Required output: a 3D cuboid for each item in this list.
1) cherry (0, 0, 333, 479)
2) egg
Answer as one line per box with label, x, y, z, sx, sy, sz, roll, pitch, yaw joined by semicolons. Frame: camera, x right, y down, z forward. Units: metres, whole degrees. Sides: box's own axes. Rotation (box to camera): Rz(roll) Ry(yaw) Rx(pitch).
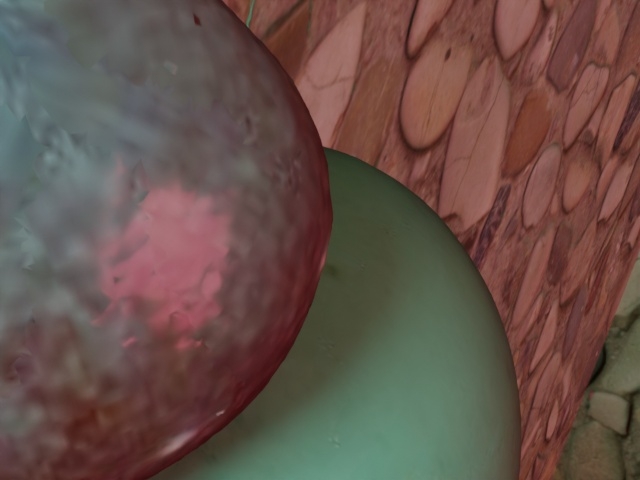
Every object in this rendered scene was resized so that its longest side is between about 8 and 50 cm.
cherry;-0.115;-0.025;0.519;0.285;0.236;0.213;-37;169;-9
egg;-0.045;0.097;0.755;0.389;0.276;0.276;-61;163;-59
